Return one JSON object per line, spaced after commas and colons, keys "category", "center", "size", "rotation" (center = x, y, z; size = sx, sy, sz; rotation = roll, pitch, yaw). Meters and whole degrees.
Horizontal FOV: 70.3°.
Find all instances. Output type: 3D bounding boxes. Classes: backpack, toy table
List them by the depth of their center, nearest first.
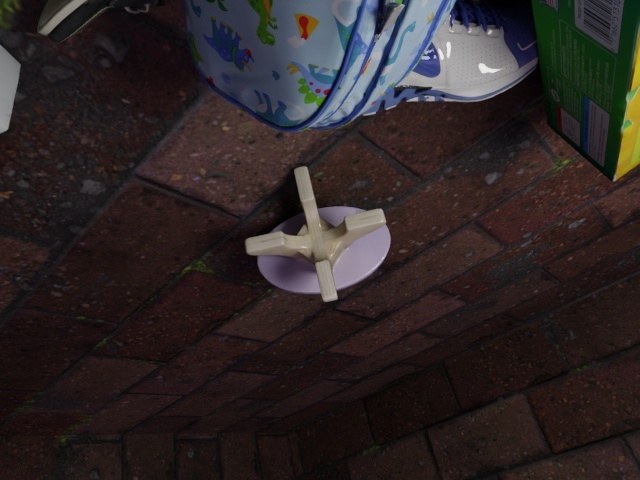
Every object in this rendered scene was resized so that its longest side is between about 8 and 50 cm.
{"category": "backpack", "center": [0.001, -0.273, 0.404], "size": [0.273, 0.290, 0.355], "rotation": [-54, 169, -20]}
{"category": "toy table", "center": [0.000, 0.000, 0.877], "size": [0.274, 0.252, 0.161], "rotation": [-24, 164, -2]}

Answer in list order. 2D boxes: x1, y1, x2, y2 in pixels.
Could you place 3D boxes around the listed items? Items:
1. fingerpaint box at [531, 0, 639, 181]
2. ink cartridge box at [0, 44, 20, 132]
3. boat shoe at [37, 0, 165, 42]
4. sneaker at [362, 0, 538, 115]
{"category": "fingerpaint box", "center": [0.452, -0.316, 0.522], "size": [0.371, 0.163, 0.445], "rotation": [-40, 150, 14]}
{"category": "ink cartridge box", "center": [-0.444, -0.192, 0.480], "size": [0.128, 0.127, 0.176], "rotation": [-19, 147, 7]}
{"category": "boat shoe", "center": [-0.206, -0.277, 0.492], "size": [0.233, 0.084, 0.079], "rotation": [-27, 145, 13]}
{"category": "sneaker", "center": [0.146, -0.280, 0.592], "size": [0.315, 0.127, 0.182], "rotation": [-13, 149, -1]}
